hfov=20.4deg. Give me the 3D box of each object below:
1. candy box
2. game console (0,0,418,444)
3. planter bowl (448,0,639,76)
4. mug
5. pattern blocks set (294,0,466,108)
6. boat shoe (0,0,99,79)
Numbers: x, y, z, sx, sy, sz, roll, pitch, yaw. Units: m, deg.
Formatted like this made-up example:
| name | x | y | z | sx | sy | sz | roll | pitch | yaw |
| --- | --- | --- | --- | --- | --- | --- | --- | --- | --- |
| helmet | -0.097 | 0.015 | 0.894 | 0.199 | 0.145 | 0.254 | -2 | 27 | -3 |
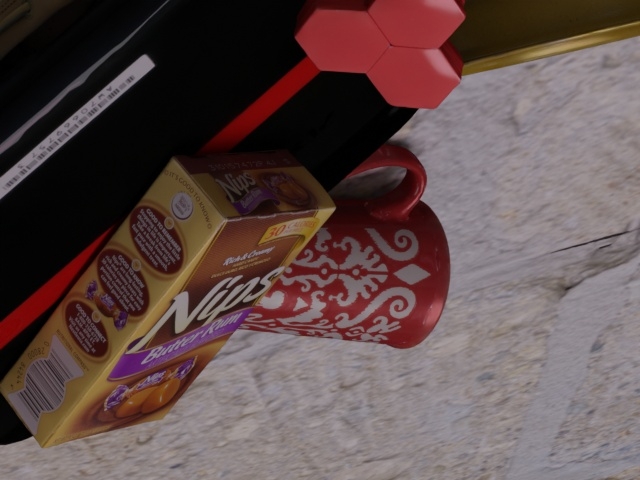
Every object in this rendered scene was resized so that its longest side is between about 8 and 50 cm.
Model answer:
| name | x | y | z | sx | sy | sz | roll | pitch | yaw |
| --- | --- | --- | --- | --- | --- | --- | --- | --- | --- |
| candy box | -0.086 | 0.032 | 0.993 | 0.187 | 0.053 | 0.109 | -52 | 157 | 26 |
| game console | -0.104 | -0.037 | 0.975 | 0.386 | 0.060 | 0.342 | -41 | 161 | 1 |
| planter bowl | 0.129 | -0.147 | 0.946 | 0.217 | 0.090 | 0.217 | -12 | -178 | 1 |
| mug | -0.005 | 0.001 | 1.278 | 0.169 | 0.150 | 0.113 | 4 | -176 | -32 |
| pattern blocks set | -0.016 | -0.190 | 0.695 | 0.325 | 0.026 | 0.285 | 28 | 136 | -20 |
| boat shoe | -0.163 | -0.089 | 0.956 | 0.104 | 0.089 | 0.285 | -8 | 153 | -23 |
